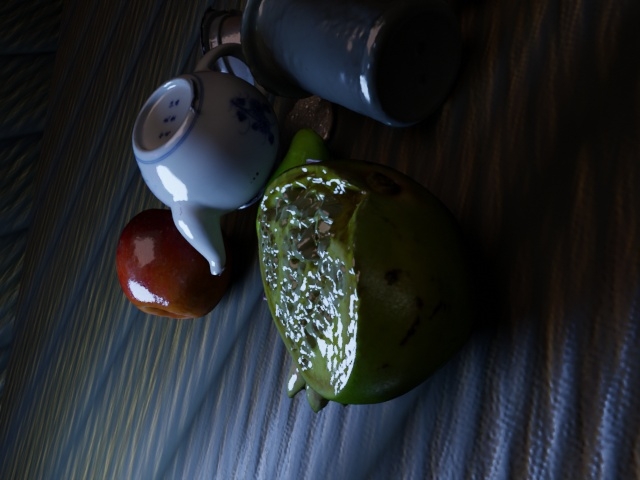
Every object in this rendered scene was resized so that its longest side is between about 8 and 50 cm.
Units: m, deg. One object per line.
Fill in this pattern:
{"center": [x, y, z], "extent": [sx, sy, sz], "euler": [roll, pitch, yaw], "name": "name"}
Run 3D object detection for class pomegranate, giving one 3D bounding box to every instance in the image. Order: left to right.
{"center": [0.059, 0.067, 0.749], "extent": [0.310, 0.216, 0.358], "euler": [52, 146, 42], "name": "pomegranate"}

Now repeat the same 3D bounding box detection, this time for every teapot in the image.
{"center": [-0.171, -0.154, 1.036], "extent": [0.252, 0.280, 0.424], "euler": [-4, 67, 37], "name": "teapot"}

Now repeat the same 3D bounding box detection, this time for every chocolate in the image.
{"center": [-0.130, -0.388, 1.191], "extent": [0.147, 0.221, 0.221], "euler": [-14, 62, 18], "name": "chocolate"}

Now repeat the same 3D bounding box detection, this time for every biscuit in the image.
{"center": [-0.026, -0.206, 1.091], "extent": [0.152, 0.020, 0.152], "euler": [-25, 56, 43], "name": "biscuit"}

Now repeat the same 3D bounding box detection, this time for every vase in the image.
{"center": [0.047, -0.291, 0.892], "extent": [0.291, 0.245, 0.245], "euler": [40, 106, 43], "name": "vase"}

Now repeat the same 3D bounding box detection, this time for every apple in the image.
{"center": [-0.278, 0.043, 1.132], "extent": [0.218, 0.218, 0.201], "euler": [-7, 67, 48], "name": "apple"}

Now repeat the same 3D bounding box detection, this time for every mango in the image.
{"center": [-0.041, -0.072, 0.983], "extent": [0.125, 0.111, 0.233], "euler": [2, 77, 44], "name": "mango"}

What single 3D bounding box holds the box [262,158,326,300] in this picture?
{"center": [0.000, 0.000, 0.900], "extent": [0.069, 0.120, 0.224], "euler": [17, 87, 49], "name": "box"}
